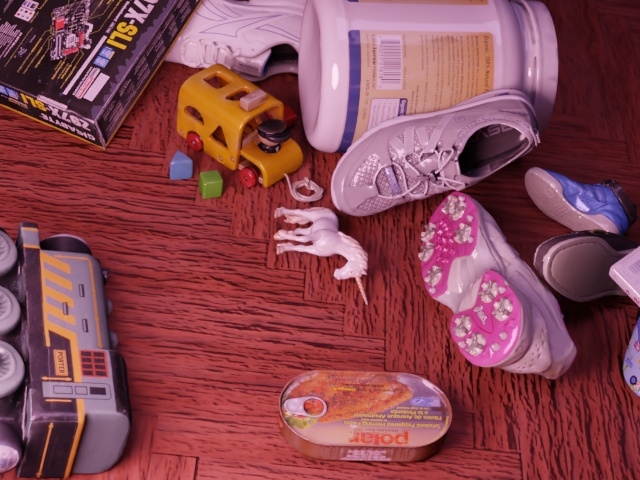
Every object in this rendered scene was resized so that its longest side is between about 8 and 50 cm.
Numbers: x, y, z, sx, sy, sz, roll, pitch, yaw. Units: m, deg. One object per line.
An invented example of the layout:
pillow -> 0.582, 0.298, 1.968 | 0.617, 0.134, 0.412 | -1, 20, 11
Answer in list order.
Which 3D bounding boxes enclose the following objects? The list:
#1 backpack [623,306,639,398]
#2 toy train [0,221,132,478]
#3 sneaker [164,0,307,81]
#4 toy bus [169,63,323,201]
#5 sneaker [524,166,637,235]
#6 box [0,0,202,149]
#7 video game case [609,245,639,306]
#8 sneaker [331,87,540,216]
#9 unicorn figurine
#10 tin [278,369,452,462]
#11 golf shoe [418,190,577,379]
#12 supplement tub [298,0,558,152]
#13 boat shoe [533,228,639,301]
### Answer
backpack -> 0.436, 0.119, 1.487 | 0.158, 0.117, 0.173 | 21, 46, 15
toy train -> -0.308, 0.110, 1.366 | 0.190, 0.142, 0.334 | 6, 39, -21
sneaker -> -0.136, -0.291, 1.854 | 0.297, 0.111, 0.129 | -4, 49, -12
toy bus -> -0.097, -0.153, 1.703 | 0.202, 0.104, 0.191 | 2, 43, -7
sneaker -> 0.350, -0.059, 1.708 | 0.152, 0.058, 0.084 | 38, 55, 23
box -> -0.329, -0.311, 1.773 | 0.257, 0.079, 0.322 | 23, 68, 14
video game case -> 0.461, 0.045, 1.448 | 0.201, 0.023, 0.183 | -33, 64, -15
sneaker -> 0.142, -0.106, 1.606 | 0.281, 0.105, 0.115 | -26, 24, 6
unicorn figurine -> 0.000, 0.000, 1.584 | 0.111, 0.060, 0.162 | 2, 43, -7
tin -> 0.048, 0.192, 1.399 | 0.189, 0.040, 0.106 | 3, 38, -6
golf shoe -> 0.209, 0.058, 1.542 | 0.140, 0.115, 0.306 | 25, 29, -27
supplement tub -> 0.140, -0.231, 1.739 | 0.316, 0.228, 0.228 | 0, 43, -10
boat shoe -> 0.326, 0.026, 1.564 | 0.228, 0.081, 0.068 | 6, 18, -43
